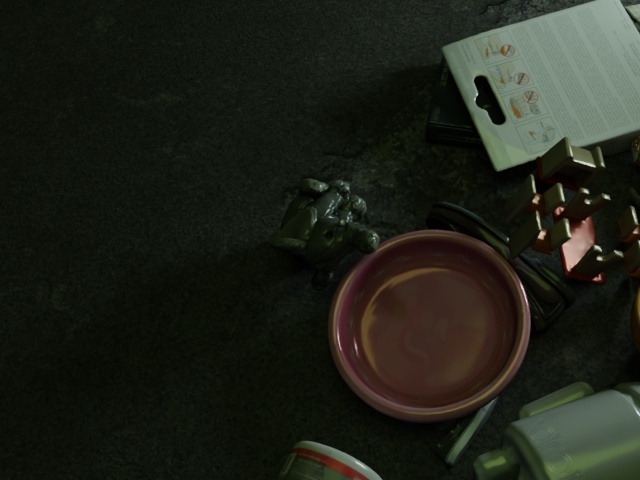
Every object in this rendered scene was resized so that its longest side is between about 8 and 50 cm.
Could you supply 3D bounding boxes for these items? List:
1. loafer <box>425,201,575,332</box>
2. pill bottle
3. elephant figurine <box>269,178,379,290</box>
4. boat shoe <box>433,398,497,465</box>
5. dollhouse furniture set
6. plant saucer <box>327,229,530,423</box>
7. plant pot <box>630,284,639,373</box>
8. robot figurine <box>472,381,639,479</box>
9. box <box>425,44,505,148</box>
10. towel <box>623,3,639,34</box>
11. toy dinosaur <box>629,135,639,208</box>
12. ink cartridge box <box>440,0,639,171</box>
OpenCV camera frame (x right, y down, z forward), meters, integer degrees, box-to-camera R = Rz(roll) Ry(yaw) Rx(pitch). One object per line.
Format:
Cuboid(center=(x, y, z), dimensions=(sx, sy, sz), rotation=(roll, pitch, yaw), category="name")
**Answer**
Cuboid(center=(0.295, 0.043, 1.495), dimensions=(0.302, 0.109, 0.095), rotation=(37, 72, 23), category="loafer")
Cuboid(center=(-0.029, 0.450, 1.227), dimensions=(0.161, 0.161, 0.283), rotation=(20, 61, 18), category="pill bottle")
Cuboid(center=(0.000, 0.000, 1.487), dimensions=(0.169, 0.186, 0.239), rotation=(13, 30, -4), category="elephant figurine")
Cuboid(center=(0.234, 0.293, 1.368), dimensions=(0.040, 0.049, 0.142), rotation=(31, 67, 24), category="boat shoe")
Cuboid(center=(0.442, -0.038, 1.495), dimensions=(0.262, 0.135, 0.259), rotation=(14, 52, -17), category="dollhouse furniture set")
Cuboid(center=(0.181, 0.145, 1.425), dimensions=(0.332, 0.084, 0.332), rotation=(-6, 63, 12), category="plant saucer")
Cuboid(center=(0.577, 0.157, 1.332), dimensions=(0.205, 0.188, 0.205), rotation=(-3, 57, 4), category="plant pot")
Cuboid(center=(0.402, 0.327, 1.233), dimensions=(0.353, 0.200, 0.300), rotation=(-19, 40, -6), category="robot figurine")
Cuboid(center=(0.323, -0.292, 1.735), dimensions=(0.183, 0.059, 0.233), rotation=(10, 58, 12), category="box")
Cuboid(center=(0.798, -0.417, 1.765), dimensions=(0.324, 0.056, 0.312), rotation=(-17, 57, -4), category="towel")
Cuboid(center=(0.689, -0.078, 1.528), dimensions=(0.218, 0.164, 0.322), rotation=(-27, 76, 6), category="toy dinosaur")
Cuboid(center=(0.466, -0.295, 1.683), dimensions=(0.384, 0.091, 0.308), rotation=(-17, 66, -3), category="ink cartridge box")
